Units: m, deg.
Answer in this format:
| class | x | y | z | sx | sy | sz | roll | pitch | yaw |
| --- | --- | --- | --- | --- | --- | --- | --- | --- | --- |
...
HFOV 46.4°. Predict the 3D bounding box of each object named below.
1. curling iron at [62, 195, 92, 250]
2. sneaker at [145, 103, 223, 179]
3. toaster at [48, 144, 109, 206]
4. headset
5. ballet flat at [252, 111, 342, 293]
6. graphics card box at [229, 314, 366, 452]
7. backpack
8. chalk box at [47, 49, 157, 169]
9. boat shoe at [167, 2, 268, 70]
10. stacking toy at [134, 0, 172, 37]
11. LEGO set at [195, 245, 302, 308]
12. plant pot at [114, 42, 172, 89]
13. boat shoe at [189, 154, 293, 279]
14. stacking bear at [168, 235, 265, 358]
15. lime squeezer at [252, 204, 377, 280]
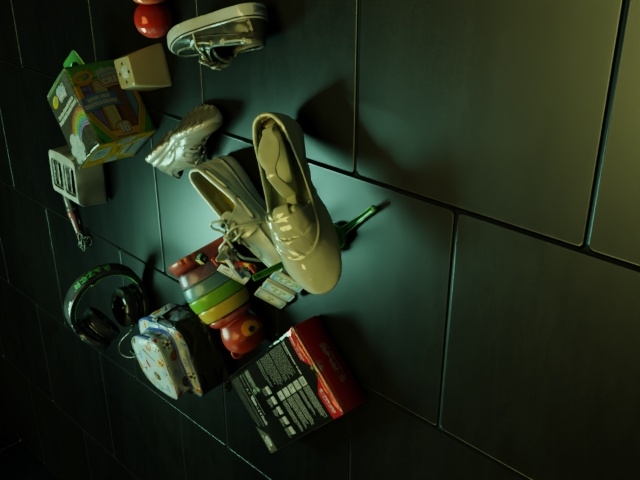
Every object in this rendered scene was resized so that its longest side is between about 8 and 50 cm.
| class | x | y | z | sx | sy | sz | roll | pitch | yaw |
| --- | --- | --- | --- | --- | --- | --- | --- | --- | --- |
| curling iron | -0.823 | -0.097 | 2.494 | 0.068 | 0.035 | 0.274 | -8 | 102 | 45 |
| sneaker | -0.314 | -0.241 | 1.845 | 0.115 | 0.105 | 0.281 | 41 | 141 | -22 |
| toaster | -0.738 | -0.208 | 2.290 | 0.168 | 0.110 | 0.185 | 25 | 125 | 38 |
| headset | -0.619 | 0.249 | 2.288 | 0.185 | 0.243 | 0.394 | 38 | 154 | 37 |
| ballet flat | -0.067 | -0.084 | 1.504 | 0.139 | 0.139 | 0.400 | -37 | 61 | 49 |
| graphics card box | -0.067 | 0.361 | 1.828 | 0.232 | 0.094 | 0.371 | 58 | 138 | 10 |
| backpack | -0.400 | 0.304 | 2.095 | 0.263 | 0.213 | 0.276 | 14 | 121 | 56 |
| chalk box | -0.605 | -0.371 | 2.019 | 0.180 | 0.179 | 0.289 | -29 | 85 | 51 |
| boat shoe | -0.225 | -0.426 | 1.624 | 0.306 | 0.113 | 0.105 | -3 | 91 | 39 |
| stacking toy | -0.404 | -0.635 | 1.724 | 0.141 | 0.141 | 0.330 | 29 | 133 | 37 |
| LEGO set | -0.176 | 0.089 | 1.731 | 0.244 | 0.060 | 0.182 | 30 | 153 | -9 |
| plant pot | -0.455 | -0.431 | 1.886 | 0.109 | 0.096 | 0.109 | 2 | 109 | 48 |
| boat shoe | -0.189 | -0.041 | 1.726 | 0.367 | 0.156 | 0.136 | 54 | 139 | 15 |
| stacking bear | -0.244 | 0.154 | 1.888 | 0.164 | 0.175 | 0.289 | -27 | 95 | 53 |
| lime squeezer | 0.000 | 0.000 | 1.590 | 0.310 | 0.110 | 0.058 | -30 | 66 | 20 |
